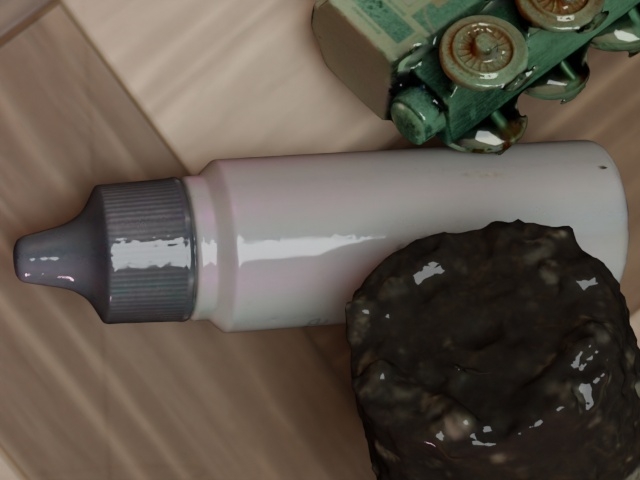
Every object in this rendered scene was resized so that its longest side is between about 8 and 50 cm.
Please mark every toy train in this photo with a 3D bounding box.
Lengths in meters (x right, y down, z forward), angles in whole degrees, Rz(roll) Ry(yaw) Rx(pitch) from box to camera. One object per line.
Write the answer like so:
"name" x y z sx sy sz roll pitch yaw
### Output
"toy train" 0.096 -0.130 0.898 0.194 0.081 0.125 -37 70 -20

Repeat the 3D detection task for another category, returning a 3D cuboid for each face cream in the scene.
"face cream" 0.000 0.000 0.890 0.311 0.092 0.092 -4 97 -16

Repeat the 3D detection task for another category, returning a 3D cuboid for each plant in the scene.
"plant" 0.099 0.121 0.868 0.146 0.149 0.274 1 139 12
